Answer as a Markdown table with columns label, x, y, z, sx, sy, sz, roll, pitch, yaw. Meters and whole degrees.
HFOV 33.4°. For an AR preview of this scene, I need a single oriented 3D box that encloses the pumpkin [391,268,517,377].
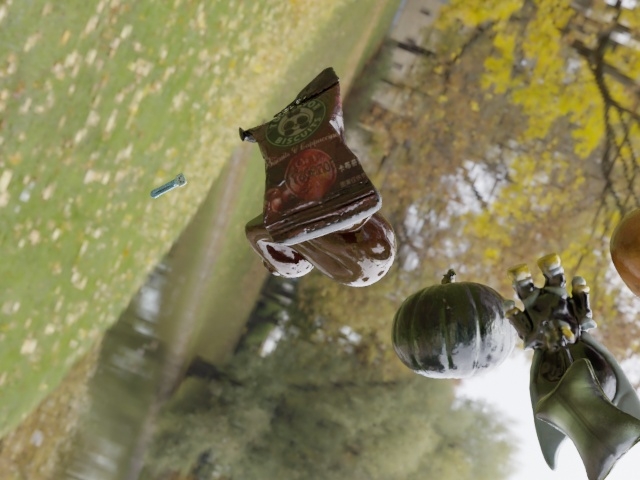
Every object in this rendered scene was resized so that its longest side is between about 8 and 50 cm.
| label | x | y | z | sx | sy | sz | roll | pitch | yaw |
| --- | --- | --- | --- | --- | --- | --- | --- | --- | --- |
| pumpkin | 0.260 | 0.162 | 2.067 | 0.250 | 0.250 | 0.216 | 122 | -33 | -74 |

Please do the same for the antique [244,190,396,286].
| label | x | y | z | sx | sy | sz | roll | pitch | yaw |
| --- | --- | --- | --- | --- | --- | --- | --- | --- | --- |
| antique | 0.000 | 0.000 | 1.598 | 0.121 | 0.257 | 0.143 | -51 | 127 | -44 |

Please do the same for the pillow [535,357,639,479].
| label | x | y | z | sx | sy | sz | roll | pitch | yaw |
| --- | --- | --- | --- | --- | --- | --- | --- | --- | --- |
| pillow | 0.311 | 0.209 | 1.242 | 0.091 | 0.055 | 0.136 | -33 | -138 | 1 |

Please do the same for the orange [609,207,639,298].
| label | x | y | z | sx | sy | sz | roll | pitch | yaw |
| --- | --- | --- | --- | --- | --- | --- | --- | --- | --- |
| orange | 0.464 | 0.021 | 1.421 | 0.124 | 0.156 | 0.156 | -42 | 179 | -8 |

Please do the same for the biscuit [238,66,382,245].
| label | x | y | z | sx | sy | sz | roll | pitch | yaw |
| --- | --- | --- | --- | --- | --- | --- | --- | --- | --- |
| biscuit | -0.021 | -0.107 | 1.348 | 0.063 | 0.151 | 0.235 | 55 | 15 | -49 |

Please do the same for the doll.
| label | x | y | z | sx | sy | sz | roll | pitch | yaw |
| --- | --- | --- | --- | --- | --- | --- | --- | --- | --- |
| doll | 0.353 | 0.177 | 1.542 | 0.103 | 0.145 | 0.316 | 129 | -56 | -73 |

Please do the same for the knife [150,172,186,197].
| label | x | y | z | sx | sy | sz | roll | pitch | yaw |
| --- | --- | --- | --- | --- | --- | --- | --- | --- | --- |
| knife | -0.337 | -0.118 | 2.351 | 0.096 | 0.027 | 0.010 | -26 | 172 | 22 |
